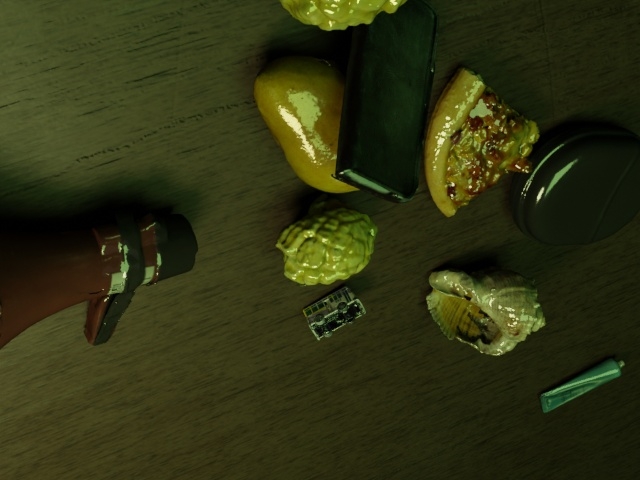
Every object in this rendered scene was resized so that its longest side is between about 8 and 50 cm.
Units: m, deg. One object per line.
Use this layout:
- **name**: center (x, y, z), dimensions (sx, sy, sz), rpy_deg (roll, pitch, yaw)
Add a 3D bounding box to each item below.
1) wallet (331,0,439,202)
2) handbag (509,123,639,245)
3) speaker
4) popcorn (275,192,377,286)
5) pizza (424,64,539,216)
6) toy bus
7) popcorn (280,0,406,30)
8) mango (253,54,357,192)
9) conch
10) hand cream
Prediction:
- **wallet**: center (0.098, -0.221, 1.273), dimensions (0.172, 0.045, 0.318), rpy_deg (18, 74, -42)
- **handbag**: center (0.500, -0.098, 1.668), dimensions (0.307, 0.093, 0.254), rpy_deg (-1, 123, -28)
- **speaker**: center (-0.352, 0.079, 1.280), dimensions (0.329, 0.198, 0.259), rpy_deg (-5, 113, -36)
- **popcorn**: center (0.003, 0.011, 1.442), dimensions (0.173, 0.173, 0.142), rpy_deg (-31, 111, -5)
- **pizza**: center (0.288, -0.165, 1.509), dimensions (0.228, 0.081, 0.290), rpy_deg (-11, 126, -22)
- **toy bus**: center (0.025, 0.129, 1.600), dimensions (0.102, 0.058, 0.052), rpy_deg (-30, 134, 0)
- **popcorn**: center (0.020, -0.406, 1.108), dimensions (0.236, 0.206, 0.251), rpy_deg (-30, 122, 13)
- **mango**: center (0.005, -0.177, 1.310), dimensions (0.167, 0.130, 0.262), rpy_deg (-45, 125, -4)
- **conch**: center (0.316, 0.129, 1.703), dimensions (0.245, 0.163, 0.178), rpy_deg (21, 97, -7)
- **hand cream**: center (0.631, 0.344, 2.112), dimensions (0.224, 0.048, 0.083), rpy_deg (-27, 135, -2)
